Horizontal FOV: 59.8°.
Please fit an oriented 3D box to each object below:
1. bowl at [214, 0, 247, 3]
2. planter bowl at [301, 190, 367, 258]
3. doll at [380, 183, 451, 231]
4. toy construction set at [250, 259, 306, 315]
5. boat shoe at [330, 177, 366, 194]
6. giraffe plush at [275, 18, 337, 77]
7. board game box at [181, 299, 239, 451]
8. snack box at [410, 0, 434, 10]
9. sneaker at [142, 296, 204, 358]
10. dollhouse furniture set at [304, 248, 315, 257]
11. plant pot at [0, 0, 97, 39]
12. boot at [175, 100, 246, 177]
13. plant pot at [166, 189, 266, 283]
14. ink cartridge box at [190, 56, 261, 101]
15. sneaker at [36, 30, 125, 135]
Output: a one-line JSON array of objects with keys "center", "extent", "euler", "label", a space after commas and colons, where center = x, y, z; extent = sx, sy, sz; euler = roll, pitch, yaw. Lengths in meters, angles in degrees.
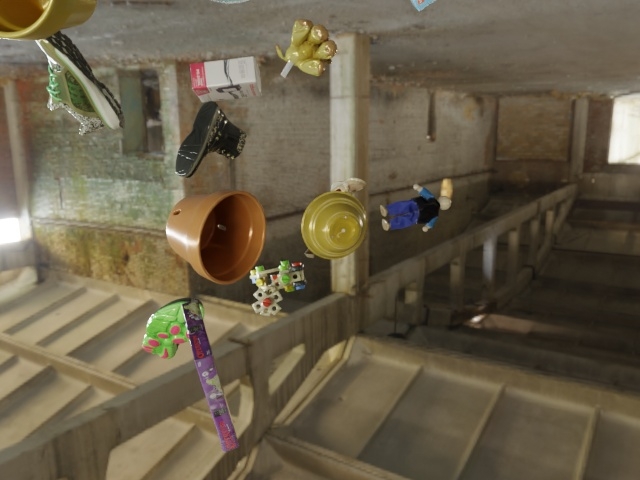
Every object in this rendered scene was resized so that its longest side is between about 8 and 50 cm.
[{"center": [-0.265, -0.844, 1.551], "extent": [0.312, 0.311, 0.163], "euler": [2, -124, 10], "label": "bowl"}, {"center": [0.057, -0.038, 1.693], "extent": [0.217, 0.217, 0.090], "euler": [-4, -167, -16], "label": "planter bowl"}, {"center": [0.251, -0.083, 1.440], "extent": [0.189, 0.129, 0.046], "euler": [-12, -166, -11], "label": "doll"}, {"center": [-0.158, 0.152, 2.009], "extent": [0.215, 0.151, 0.327], "euler": [-11, -166, -1], "label": "toy construction set"}, {"center": [0.100, -0.187, 2.043], "extent": [0.063, 0.059, 0.170], "euler": [34, 156, -31], "label": "boat shoe"}, {"center": [-0.030, -0.641, 1.883], "extent": [0.210, 0.181, 0.170], "euler": [-31, -172, 31], "label": "giraffe plush"}, {"center": [-0.276, 0.343, 1.400], "extent": [0.056, 0.346, 0.208], "euler": [-18, -143, -16], "label": "board game box"}, {"center": [0.140, -0.660, 1.171], "extent": [0.060, 0.322, 0.187], "euler": [-29, -146, 15], "label": "snack box"}, {"center": [-0.567, 0.302, 2.139], "extent": [0.185, 0.202, 0.483], "euler": [27, 145, -19], "label": "sneaker"}, {"center": [0.000, 0.000, 1.814], "extent": [0.091, 0.081, 0.114], "euler": [7, -147, 22], "label": "dollhouse furniture set"}, {"center": [-0.635, -0.575, 1.244], "extent": [0.254, 0.253, 0.239], "euler": [1, -165, 8], "label": "plant pot"}, {"center": [-0.315, -0.267, 1.643], "extent": [0.085, 0.236, 0.178], "euler": [17, 170, 32], "label": "boot"}, {"center": [-0.339, -0.029, 1.743], "extent": [0.204, 0.290, 0.291], "euler": [16, -161, 34], "label": "plant pot"}, {"center": [-0.348, -0.599, 2.082], "extent": [0.237, 0.100, 0.172], "euler": [-6, 177, 0], "label": "ink cartridge box"}, {"center": [-0.788, -0.475, 1.730], "extent": [0.182, 0.410, 0.158], "euler": [-29, -135, 0], "label": "sneaker"}]
